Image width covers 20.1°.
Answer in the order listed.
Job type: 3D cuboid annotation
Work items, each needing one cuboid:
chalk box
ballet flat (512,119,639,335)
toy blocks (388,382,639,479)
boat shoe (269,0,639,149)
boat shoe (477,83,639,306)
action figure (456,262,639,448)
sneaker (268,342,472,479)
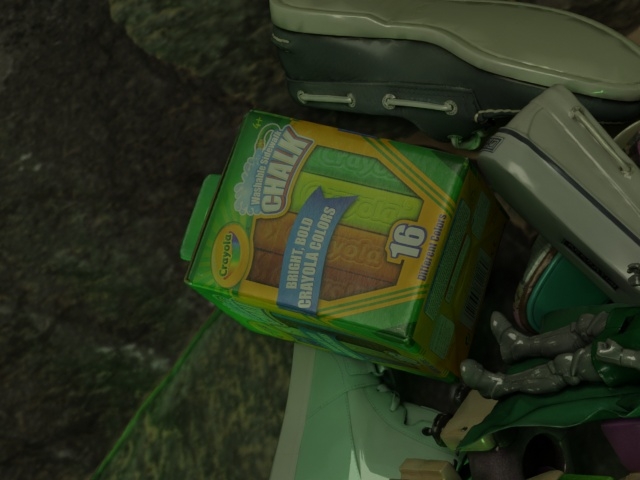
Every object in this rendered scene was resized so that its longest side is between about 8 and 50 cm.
[{"bbox_3d":[0.000,0.000,1.233,0.213,0.132,0.132,13,78,22],"label":"chalk box"},{"bbox_3d":[0.209,-0.025,1.280,0.221,0.077,0.079,-47,37,0],"label":"ballet flat"},{"bbox_3d":[0.194,0.261,1.099,0.309,0.260,0.288,-7,35,49],"label":"toy blocks"},{"bbox_3d":[0.105,-0.125,1.377,0.319,0.116,0.099,15,121,26],"label":"boat shoe"},{"bbox_3d":[0.226,0.006,1.192,0.267,0.096,0.088,42,81,7],"label":"boat shoe"},{"bbox_3d":[0.195,0.061,1.085,0.232,0.063,0.137,-12,31,40],"label":"action figure"},{"bbox_3d":[0.054,0.115,1.304,0.151,0.094,0.256,3,59,10],"label":"sneaker"}]
